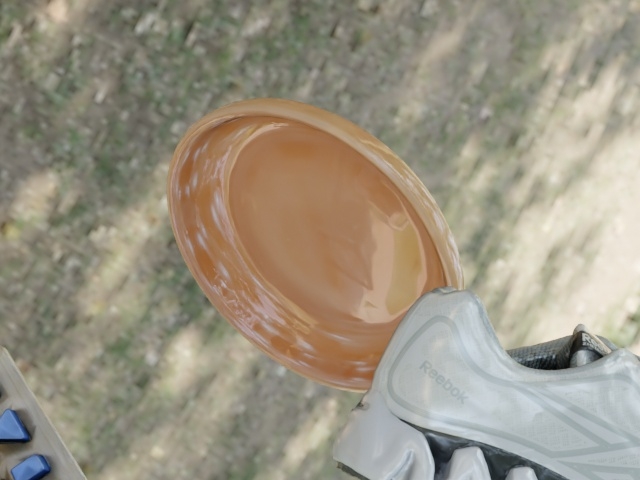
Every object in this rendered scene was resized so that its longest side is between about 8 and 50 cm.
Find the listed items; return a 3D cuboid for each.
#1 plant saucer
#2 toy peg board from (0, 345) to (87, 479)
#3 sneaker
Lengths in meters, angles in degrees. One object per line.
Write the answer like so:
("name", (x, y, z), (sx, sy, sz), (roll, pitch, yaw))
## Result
("plant saucer", (0.000, 0.000, 0.955), (0.037, 0.200, 0.200), (-47, 150, -41))
("toy peg board", (-0.272, 0.185, 1.223), (0.160, 0.161, 0.079), (-33, 173, -6))
("sneaker", (0.157, 0.115, 0.832), (0.118, 0.292, 0.110), (-69, -167, -7))
